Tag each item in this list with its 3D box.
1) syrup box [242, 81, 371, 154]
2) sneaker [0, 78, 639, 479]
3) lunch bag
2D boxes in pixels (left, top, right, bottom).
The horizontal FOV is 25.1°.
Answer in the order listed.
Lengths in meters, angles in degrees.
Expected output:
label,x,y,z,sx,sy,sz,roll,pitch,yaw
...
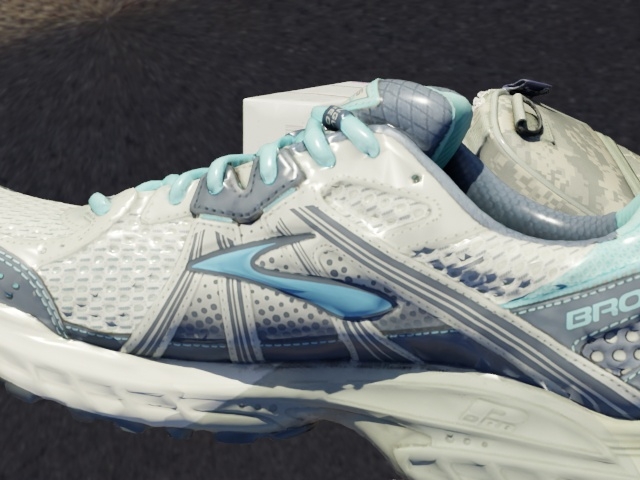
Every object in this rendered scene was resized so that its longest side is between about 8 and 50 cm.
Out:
label,x,y,z,sx,sy,sz,roll,pitch,yaw
syrup box,0.018,-0.112,1.522,0.096,0.237,0.093,7,103,30
sneaker,0.000,0.000,0.475,0.283,0.110,0.122,11,106,9
lunch bag,0.166,0.031,1.263,0.256,0.213,0.305,23,122,-28
